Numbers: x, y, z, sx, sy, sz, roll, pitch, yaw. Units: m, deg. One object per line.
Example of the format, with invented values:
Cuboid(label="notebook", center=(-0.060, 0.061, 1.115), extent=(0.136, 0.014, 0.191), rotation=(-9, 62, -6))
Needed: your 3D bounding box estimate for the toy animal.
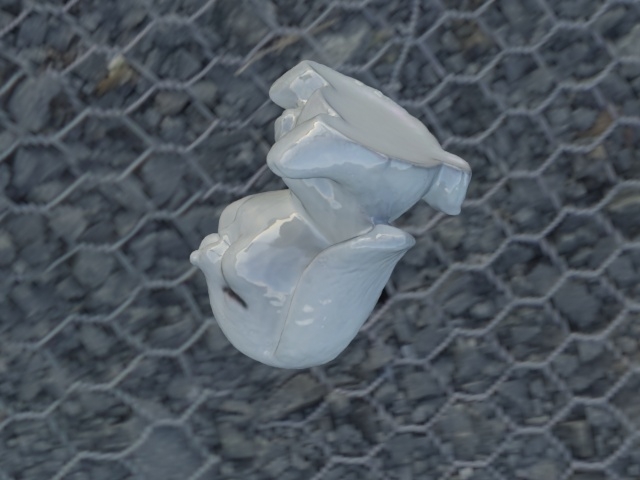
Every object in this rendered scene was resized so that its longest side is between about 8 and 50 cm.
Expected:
Cuboid(label="toy animal", center=(0.000, 0.000, 1.655), extent=(0.206, 0.272, 0.265), rotation=(22, 108, -14))
